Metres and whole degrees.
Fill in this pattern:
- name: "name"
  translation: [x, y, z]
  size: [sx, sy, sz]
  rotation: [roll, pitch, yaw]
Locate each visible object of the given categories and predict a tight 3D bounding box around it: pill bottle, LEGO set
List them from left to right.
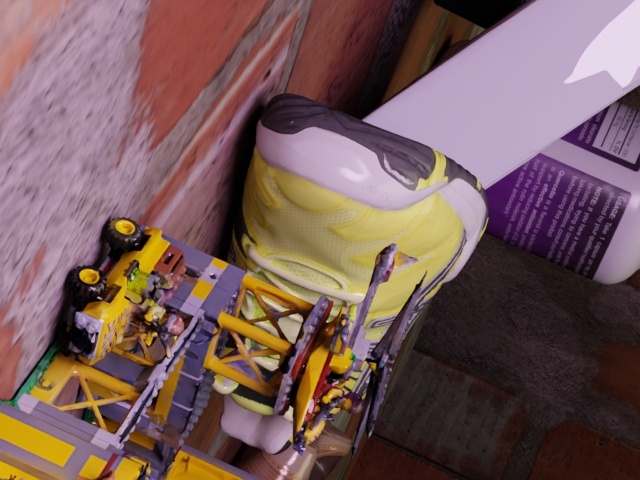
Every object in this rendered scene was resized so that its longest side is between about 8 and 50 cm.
- name: "LEGO set"
  translation: [-0.055, 0.164, 0.880]
  size: [0.255, 0.192, 0.331]
  rotation: [-57, 169, -55]
- name: "pill bottle"
  translation: [0.249, -0.071, 1.947]
  size: [0.181, 0.323, 0.182]
  rotation: [24, 90, -84]

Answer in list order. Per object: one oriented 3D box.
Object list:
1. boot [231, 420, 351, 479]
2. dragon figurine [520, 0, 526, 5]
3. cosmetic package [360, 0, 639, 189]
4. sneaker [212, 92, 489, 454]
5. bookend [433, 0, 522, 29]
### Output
- name: "boot"
  translation: [-0.067, 0.247, 1.713]
  size: [0.207, 0.090, 0.248]
  rotation: [-55, 176, 6]
- name: "dragon figurine"
  translation: [0.258, -0.354, 2.062]
  size: [0.289, 0.085, 0.144]
  rotation: [-60, 171, -48]
- name: "cosmetic package"
  translation: [0.165, -0.127, 1.416]
  size: [0.284, 0.097, 0.377]
  rotation: [-36, -179, 7]
- name: "sneaker"
  translation: [0.005, 0.036, 1.138]
  size: [0.385, 0.145, 0.147]
  rotation: [92, 22, -70]
- name: "bookend"
  translation: [0.141, -0.243, 1.558]
  size: [0.157, 0.072, 0.156]
  rotation: [-65, 171, 21]
